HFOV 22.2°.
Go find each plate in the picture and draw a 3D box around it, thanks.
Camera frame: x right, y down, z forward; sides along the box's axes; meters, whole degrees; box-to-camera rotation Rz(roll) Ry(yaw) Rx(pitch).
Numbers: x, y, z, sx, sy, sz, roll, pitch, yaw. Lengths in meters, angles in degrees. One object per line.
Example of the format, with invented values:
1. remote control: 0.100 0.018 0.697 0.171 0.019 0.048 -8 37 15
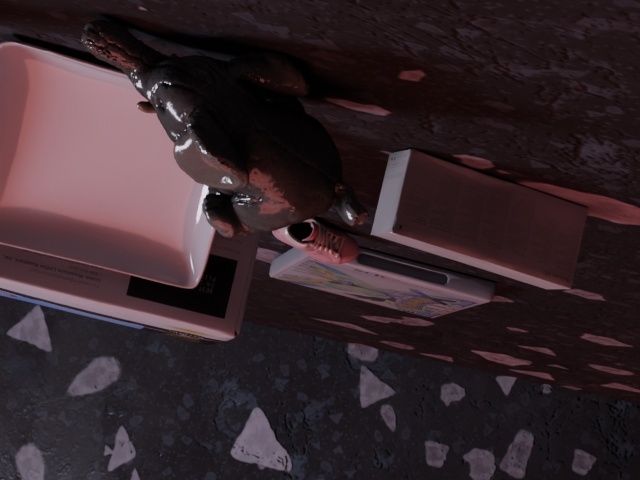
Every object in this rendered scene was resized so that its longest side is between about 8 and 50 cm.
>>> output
1. plate: -0.235 -0.086 1.784 0.277 0.045 0.278 14 130 -8

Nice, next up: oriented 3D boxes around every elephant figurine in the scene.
1. elephant figurine: -0.091 -0.112 1.553 0.186 0.169 0.239 -20 143 15

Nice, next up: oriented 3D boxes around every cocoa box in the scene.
1. cocoa box: -0.256 -0.022 1.988 0.347 0.231 0.228 14 171 -9

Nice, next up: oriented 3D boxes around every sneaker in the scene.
1. sneaker: 0.000 0.000 2.320 0.134 0.051 0.070 20 174 -16

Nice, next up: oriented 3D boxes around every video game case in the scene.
1. video game case: 0.091 0.064 2.616 0.300 0.036 0.329 15 170 -10

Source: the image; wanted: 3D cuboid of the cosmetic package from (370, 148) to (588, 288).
1. cosmetic package: 0.180 -0.021 1.831 0.239 0.099 0.060 18 169 -23
